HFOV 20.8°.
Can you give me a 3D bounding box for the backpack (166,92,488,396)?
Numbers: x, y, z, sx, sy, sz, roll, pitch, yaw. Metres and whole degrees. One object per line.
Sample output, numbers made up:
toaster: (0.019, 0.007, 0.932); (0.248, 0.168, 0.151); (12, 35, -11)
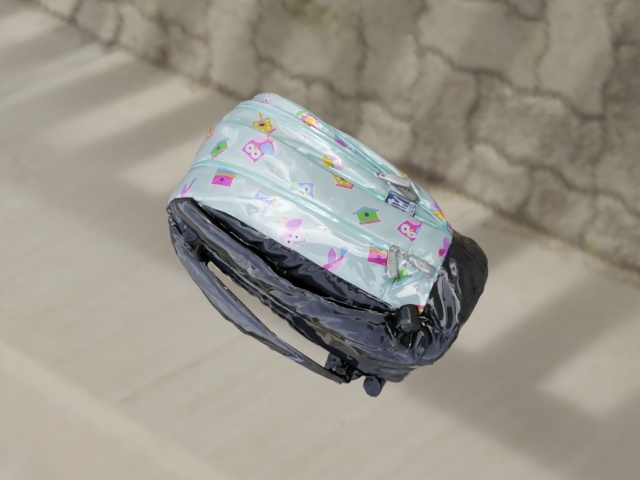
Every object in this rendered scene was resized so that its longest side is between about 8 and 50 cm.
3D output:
backpack: (0.000, 0.000, 1.031); (0.182, 0.115, 0.152); (33, 156, -3)
